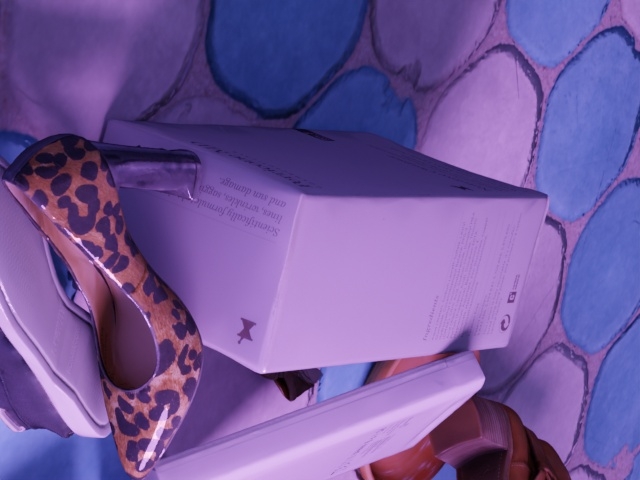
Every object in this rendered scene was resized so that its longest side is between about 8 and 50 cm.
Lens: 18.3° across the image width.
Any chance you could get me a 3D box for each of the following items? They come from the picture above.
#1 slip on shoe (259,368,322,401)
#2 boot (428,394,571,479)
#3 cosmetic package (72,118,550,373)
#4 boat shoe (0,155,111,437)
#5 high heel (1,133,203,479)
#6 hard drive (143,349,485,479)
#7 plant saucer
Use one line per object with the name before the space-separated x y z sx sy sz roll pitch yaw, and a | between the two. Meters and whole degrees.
slip on shoe | -0.042 0.110 1.848 0.041 0.051 0.135 -50 150 -6
boot | 0.197 0.308 2.091 0.220 0.109 0.283 32 41 -51
cosmetic package | 0.000 0.000 1.695 0.385 0.217 0.156 0 107 -57
boat shoe | -0.242 0.050 1.490 0.114 0.091 0.302 -77 156 -44
high heel | -0.174 0.053 1.468 0.186 0.093 0.261 1 94 -51
hard drive | -0.026 0.188 1.734 0.308 0.040 0.203 -17 164 -25
plant saucer | 0.096 0.172 2.082 0.200 0.037 0.200 -30 130 -43
